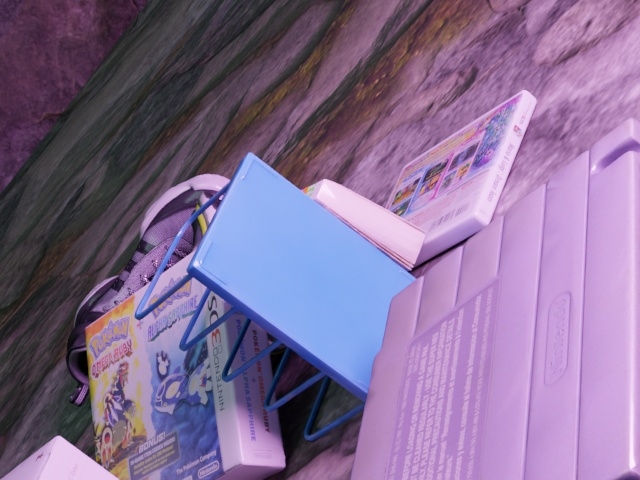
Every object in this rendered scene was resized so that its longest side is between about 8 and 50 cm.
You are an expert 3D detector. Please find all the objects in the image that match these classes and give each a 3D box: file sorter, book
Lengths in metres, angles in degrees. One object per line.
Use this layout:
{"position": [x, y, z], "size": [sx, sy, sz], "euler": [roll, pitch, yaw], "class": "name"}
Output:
{"position": [-0.030, 0.048, 1.165], "size": [0.104, 0.170, 0.118], "euler": [-38, 21, 45], "class": "file sorter"}
{"position": [0.000, 0.000, 1.244], "size": [0.144, 0.096, 0.035], "euler": [-24, 39, 56], "class": "book"}

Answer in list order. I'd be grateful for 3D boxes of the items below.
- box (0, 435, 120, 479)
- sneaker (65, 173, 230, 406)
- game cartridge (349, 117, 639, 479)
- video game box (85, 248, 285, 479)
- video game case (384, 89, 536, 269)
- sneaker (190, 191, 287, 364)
{"position": [-0.155, 0.240, 1.070], "size": [0.091, 0.170, 0.130], "euler": [-38, 20, 35], "class": "box"}
{"position": [-0.166, 0.061, 1.600], "size": [0.268, 0.101, 0.153], "euler": [-48, 17, 29], "class": "sneaker"}
{"position": [0.107, 0.100, 0.901], "size": [0.230, 0.068, 0.355], "euler": [-44, 18, 33], "class": "game cartridge"}
{"position": [-0.113, 0.121, 1.277], "size": [0.205, 0.048, 0.187], "euler": [-34, 54, 43], "class": "video game box"}
{"position": [0.097, -0.037, 1.271], "size": [0.157, 0.019, 0.143], "euler": [-32, 24, 47], "class": "video game case"}
{"position": [-0.090, 0.048, 1.422], "size": [0.121, 0.111, 0.300], "euler": [-51, 15, 11], "class": "sneaker"}
